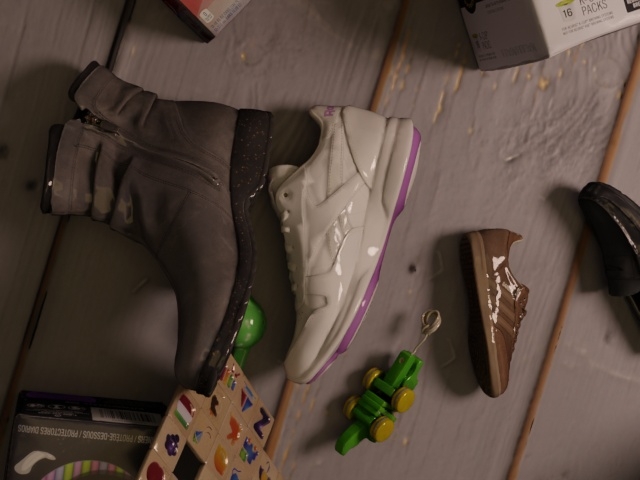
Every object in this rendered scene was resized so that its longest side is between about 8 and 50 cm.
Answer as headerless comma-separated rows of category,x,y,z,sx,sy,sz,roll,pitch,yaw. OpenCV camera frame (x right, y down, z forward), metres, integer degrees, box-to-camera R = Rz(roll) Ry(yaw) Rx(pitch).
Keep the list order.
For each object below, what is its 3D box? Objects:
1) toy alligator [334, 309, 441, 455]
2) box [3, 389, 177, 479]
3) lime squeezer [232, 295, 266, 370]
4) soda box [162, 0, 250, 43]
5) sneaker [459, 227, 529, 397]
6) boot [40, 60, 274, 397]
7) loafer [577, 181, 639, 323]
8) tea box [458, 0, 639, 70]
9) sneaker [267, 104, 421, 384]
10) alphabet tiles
toy alligator,0.084,0.163,1.426,0.190,0.056,0.051,-54,143,-5
box,-0.247,0.303,1.319,0.165,0.143,0.270,7,93,-12
lime squeezer,-0.125,0.065,1.384,0.110,0.059,0.310,-21,100,21
soda box,-0.054,-0.329,1.343,0.083,0.092,0.263,44,85,-9
sneaker,0.204,0.080,1.434,0.071,0.066,0.189,-8,96,-12
boot,-0.177,-0.012,1.288,0.222,0.118,0.338,12,55,-11
loafer,0.357,0.033,1.456,0.078,0.076,0.223,-40,104,-14
tea box,0.298,-0.384,1.345,0.329,0.220,0.324,-21,97,-9
sneaker,0.000,0.000,1.382,0.152,0.114,0.305,18,86,2
alphabet tiles,-0.096,0.238,1.325,0.237,0.009,0.198,61,36,-36
